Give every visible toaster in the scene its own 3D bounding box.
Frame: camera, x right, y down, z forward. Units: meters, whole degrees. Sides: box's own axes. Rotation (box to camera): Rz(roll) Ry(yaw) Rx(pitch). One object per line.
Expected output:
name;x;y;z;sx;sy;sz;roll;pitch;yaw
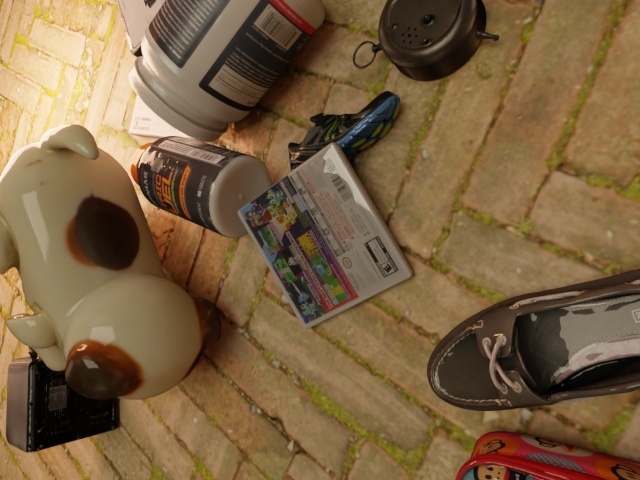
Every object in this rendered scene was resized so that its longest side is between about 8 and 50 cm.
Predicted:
toaster;-0.488;0.287;0.847;0.110;0.168;0.186;-10;80;33

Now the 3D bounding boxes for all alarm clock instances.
alarm clock;0.123;-0.274;0.579;0.192;0.064;0.129;-14;77;34

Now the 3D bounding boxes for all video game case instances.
video game case;0.000;0.000;0.614;0.183;0.023;0.201;-31;88;26
video game case;-0.285;-0.293;0.866;0.212;0.023;0.193;14;92;34

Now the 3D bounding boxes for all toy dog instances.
toy dog;-0.338;0.061;0.724;0.395;0.284;0.408;-45;74;30

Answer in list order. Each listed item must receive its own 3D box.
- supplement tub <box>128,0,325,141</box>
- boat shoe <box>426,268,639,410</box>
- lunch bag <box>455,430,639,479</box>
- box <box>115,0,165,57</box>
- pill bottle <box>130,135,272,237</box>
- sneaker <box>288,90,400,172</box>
supplement tub;-0.143;-0.306;0.674;0.272;0.191;0.191;-44;64;21
boat shoe;0.246;0.096;0.434;0.335;0.095;0.112;-26;72;28
lunch bag;0.250;0.347;0.399;0.258;0.120;0.293;3;88;29
box;-0.227;-0.457;0.789;0.290;0.087;0.169;-36;63;20
pill bottle;-0.208;-0.098;0.731;0.245;0.130;0.131;20;96;34
sneaker;0.024;-0.154;0.623;0.188;0.067;0.078;-27;77;31
